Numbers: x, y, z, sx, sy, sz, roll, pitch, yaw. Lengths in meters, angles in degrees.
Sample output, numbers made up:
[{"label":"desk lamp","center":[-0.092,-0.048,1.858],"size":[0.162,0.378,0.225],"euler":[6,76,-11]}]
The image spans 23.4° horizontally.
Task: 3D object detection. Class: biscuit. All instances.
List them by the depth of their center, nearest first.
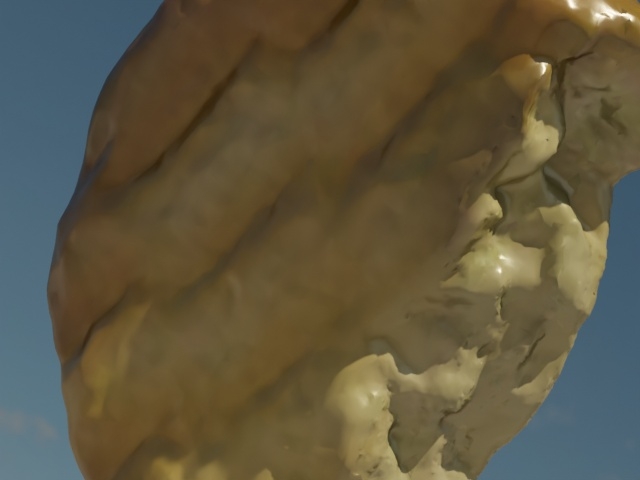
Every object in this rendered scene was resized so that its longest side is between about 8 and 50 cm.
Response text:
[{"label":"biscuit","center":[0.001,0.000,0.572],"size":[0.091,0.274,0.213],"euler":[8,28,-51]}]
